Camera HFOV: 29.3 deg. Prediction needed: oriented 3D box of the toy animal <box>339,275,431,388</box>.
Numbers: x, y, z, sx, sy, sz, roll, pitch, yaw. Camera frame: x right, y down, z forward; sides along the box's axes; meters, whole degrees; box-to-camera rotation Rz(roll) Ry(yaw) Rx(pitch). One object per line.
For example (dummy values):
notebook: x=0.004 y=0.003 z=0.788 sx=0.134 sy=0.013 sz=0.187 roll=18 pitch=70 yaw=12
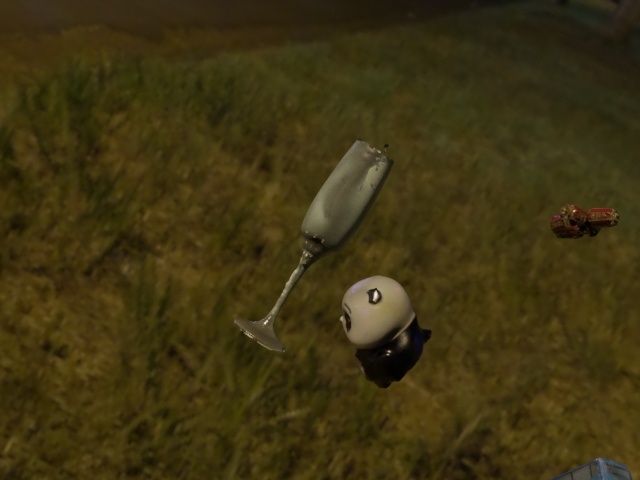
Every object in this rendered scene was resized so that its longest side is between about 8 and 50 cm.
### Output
toy animal: x=0.105 y=0.148 z=2.136 sx=0.179 sy=0.138 sz=0.166 roll=60 pitch=10 yaw=-19

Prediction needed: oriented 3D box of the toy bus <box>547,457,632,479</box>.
toy bus: x=0.331 y=0.381 z=1.702 sx=0.079 sy=0.236 sz=0.094 roll=27 pitch=47 yaw=-29

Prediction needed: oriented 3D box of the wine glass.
wine glass: x=0.000 y=0.000 z=1.379 sx=0.074 sy=0.262 sz=0.074 roll=32 pitch=2 yaw=-1

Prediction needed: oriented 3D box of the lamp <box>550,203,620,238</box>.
lamp: x=0.258 y=-0.016 z=1.228 sx=0.063 sy=0.031 sz=0.083 roll=3 pitch=-8 yaw=-9
